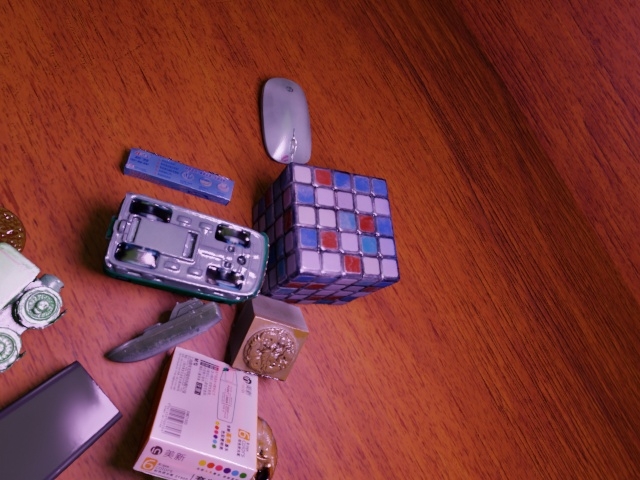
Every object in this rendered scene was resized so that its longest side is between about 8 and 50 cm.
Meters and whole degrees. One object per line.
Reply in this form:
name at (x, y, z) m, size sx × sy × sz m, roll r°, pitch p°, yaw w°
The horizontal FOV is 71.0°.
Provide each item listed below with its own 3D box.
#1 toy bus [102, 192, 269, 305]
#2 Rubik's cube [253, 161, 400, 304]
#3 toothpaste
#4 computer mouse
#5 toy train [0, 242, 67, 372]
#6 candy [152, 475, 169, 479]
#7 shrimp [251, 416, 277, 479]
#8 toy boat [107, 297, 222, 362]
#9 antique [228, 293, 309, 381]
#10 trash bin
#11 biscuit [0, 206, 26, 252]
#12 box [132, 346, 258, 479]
toy bus at (-0.314, 0.038, 1.042) m, size 0.343 × 0.199 × 0.184 m, roll 18°, pitch 65°, yaw -22°
Rubik's cube at (0.000, 0.000, 1.177) m, size 0.293 × 0.292 × 0.287 m, roll 7°, pitch 67°, yaw -29°
toothpaste at (-0.368, -0.165, 1.185) m, size 0.272 × 0.053 × 0.066 m, roll 17°, pitch 68°, yaw -23°
computer mouse at (-0.101, -0.376, 1.389) m, size 0.159 × 0.097 × 0.288 m, roll 2°, pitch 69°, yaw -30°
toy train at (-0.625, 0.134, 0.850) m, size 0.188 × 0.132 × 0.243 m, roll 49°, pitch 52°, yaw -24°
candy at (-0.258, 0.614, 0.919) m, size 0.119 × 0.119 × 0.440 m, roll -8°, pitch 82°, yaw -31°
shrimp at (-0.158, 0.540, 1.019) m, size 0.152 × 0.063 × 0.287 m, roll 6°, pitch 66°, yaw -39°
toy boat at (-0.348, 0.200, 0.996) m, size 0.260 × 0.078 × 0.085 m, roll -25°, pitch 77°, yaw -6°
antique at (-0.127, 0.234, 1.072) m, size 0.146 × 0.148 × 0.152 m, roll 20°, pitch 104°, yaw -21°
trash bin at (-0.523, 0.363, 0.853) m, size 0.225 × 0.115 × 0.165 m, roll -40°, pitch 93°, yaw -36°
biscuit at (-0.709, 0.034, 0.922) m, size 0.180 × 0.039 × 0.236 m, roll 28°, pitch 59°, yaw -26°
box at (-0.240, 0.363, 0.933) m, size 0.220 × 0.091 × 0.274 m, roll 27°, pitch 18°, yaw -15°
